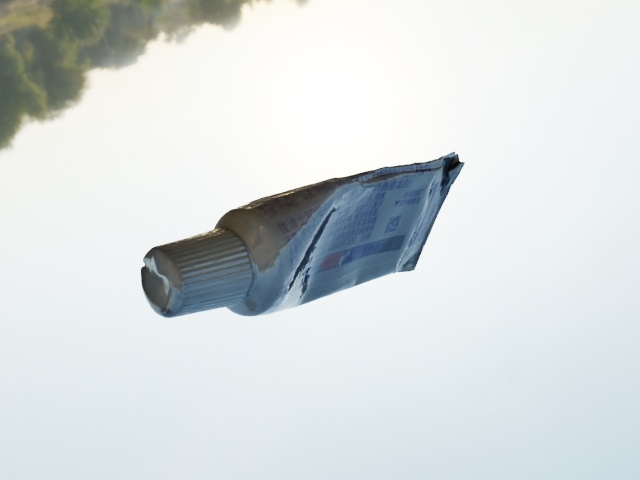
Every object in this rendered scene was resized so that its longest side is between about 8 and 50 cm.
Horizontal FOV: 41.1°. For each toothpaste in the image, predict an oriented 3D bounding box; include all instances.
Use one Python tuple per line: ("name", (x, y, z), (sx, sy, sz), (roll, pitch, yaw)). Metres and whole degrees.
("toothpaste", (0.001, -0.001, 0.581), (0.282, 0.069, 0.099), (-16, 164, -47))
